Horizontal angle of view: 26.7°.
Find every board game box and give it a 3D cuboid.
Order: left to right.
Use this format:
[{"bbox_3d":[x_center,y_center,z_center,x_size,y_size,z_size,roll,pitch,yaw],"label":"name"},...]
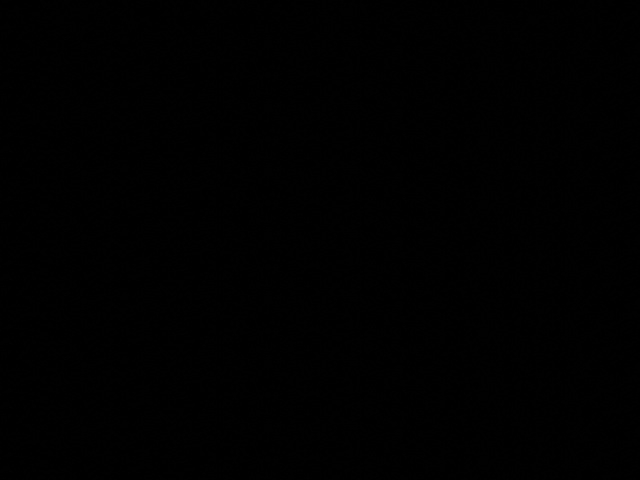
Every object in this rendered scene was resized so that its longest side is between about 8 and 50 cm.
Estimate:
[{"bbox_3d":[-0.095,-0.051,0.172,0.356,0.356,0.356,-52,162,-17],"label":"board game box"}]
